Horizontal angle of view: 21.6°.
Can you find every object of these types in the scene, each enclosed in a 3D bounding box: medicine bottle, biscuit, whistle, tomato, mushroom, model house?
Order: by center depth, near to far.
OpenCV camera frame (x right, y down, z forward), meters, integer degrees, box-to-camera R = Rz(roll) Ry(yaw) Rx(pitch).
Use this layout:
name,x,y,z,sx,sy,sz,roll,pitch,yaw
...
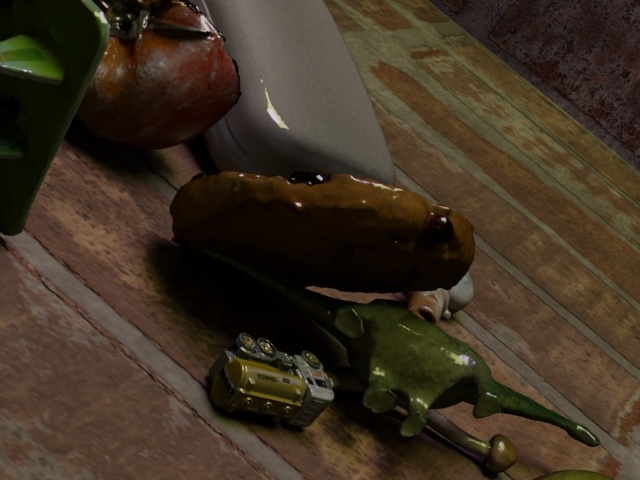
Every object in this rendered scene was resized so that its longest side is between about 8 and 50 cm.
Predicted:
name,x,y,z,sx,sy,sz,roll,pitch,yaw
model house,-0.394,-0.163,1.325,0.313,0.242,0.357,-12,51,-46
biscuit,-0.001,0.002,1.580,0.296,0.075,0.296,9,-13,2
mushroom,0.069,0.160,1.611,0.306,0.043,0.068,25,2,-31
tomato,-0.202,-0.180,1.723,0.214,0.155,0.180,40,-18,22
whistle,0.127,0.055,1.949,0.107,0.057,0.220,49,21,-10
medicine bottle,-0.054,-0.193,1.999,0.282,0.123,0.375,21,38,-43

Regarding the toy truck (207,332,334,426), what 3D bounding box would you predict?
name,x,y,z,sx,sy,sz,roll,pitch,yaw
toy truck,-0.044,0.125,1.448,0.123,0.052,0.063,19,30,-43

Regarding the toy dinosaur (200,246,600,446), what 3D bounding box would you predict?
name,x,y,z,sx,sy,sz,roll,pitch,yaw
toy dinosaur,0.097,0.103,1.627,0.447,0.087,0.301,36,15,-1

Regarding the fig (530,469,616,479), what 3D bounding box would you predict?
name,x,y,z,sx,sy,sz,roll,pitch,yaw
fig,0.214,0.310,1.431,0.149,0.149,0.245,34,37,-11
